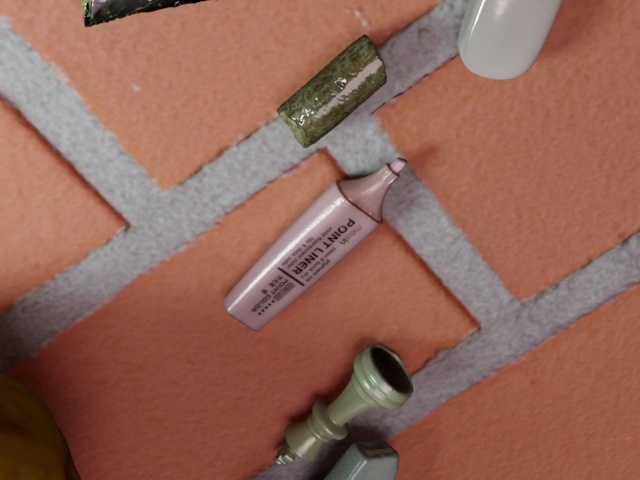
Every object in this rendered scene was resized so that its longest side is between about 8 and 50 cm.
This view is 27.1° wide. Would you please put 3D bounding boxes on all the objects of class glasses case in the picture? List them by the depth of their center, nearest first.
[{"bbox_3d":[0.149,-0.194,0.968,0.063,0.041,0.164,8,120,-15],"label":"glasses case"}]

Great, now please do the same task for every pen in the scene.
[{"bbox_3d":[0.000,0.000,1.077,0.053,0.032,0.197,35,113,-26],"label":"pen"}]

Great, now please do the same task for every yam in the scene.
[{"bbox_3d":[0.012,-0.112,1.000,0.094,0.043,0.043,-39,120,14],"label":"yam"}]

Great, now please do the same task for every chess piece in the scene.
[{"bbox_3d":[0.011,0.154,1.169,0.059,0.059,0.149,37,118,-27],"label":"chess piece"}]

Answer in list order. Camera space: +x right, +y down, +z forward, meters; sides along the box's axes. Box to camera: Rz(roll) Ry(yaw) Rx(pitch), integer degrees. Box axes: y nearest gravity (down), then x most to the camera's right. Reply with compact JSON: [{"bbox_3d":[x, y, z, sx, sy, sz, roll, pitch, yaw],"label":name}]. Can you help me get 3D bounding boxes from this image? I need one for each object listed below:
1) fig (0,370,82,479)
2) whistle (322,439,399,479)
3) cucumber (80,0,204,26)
[{"bbox_3d":[-0.334,0.252,1.027,0.343,0.343,0.343,-4,123,-6],"label":"fig"},{"bbox_3d":[0.001,0.298,1.236,0.186,0.093,0.274,4,122,-36],"label":"whistle"},{"bbox_3d":[-0.049,-0.198,0.927,0.245,0.067,0.067,-11,123,-4],"label":"cucumber"}]
